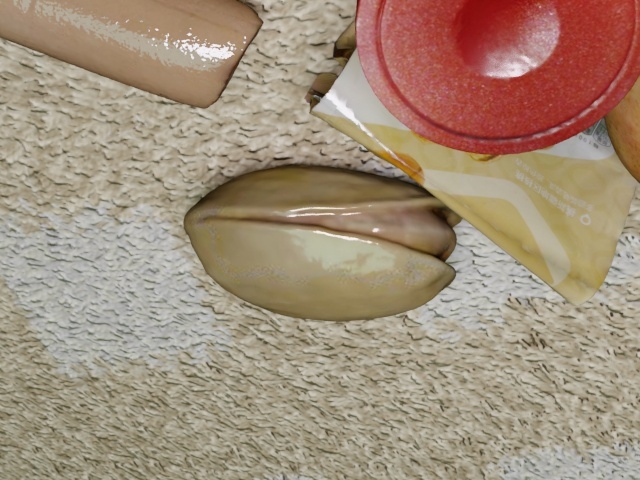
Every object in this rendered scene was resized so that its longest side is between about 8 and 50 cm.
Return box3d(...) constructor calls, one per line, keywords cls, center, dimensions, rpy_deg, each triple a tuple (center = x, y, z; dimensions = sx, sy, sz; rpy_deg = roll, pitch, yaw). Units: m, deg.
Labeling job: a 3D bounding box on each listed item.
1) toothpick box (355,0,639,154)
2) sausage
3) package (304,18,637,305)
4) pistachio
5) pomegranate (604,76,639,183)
box3d(cls="toothpick box", center=(0.130, -0.241, 0.908), dimensions=(0.204, 0.333, 0.204), rpy_deg=(2, 129, 3))
box3d(cls="sausage", center=(-0.187, -0.214, 1.156), dimensions=(0.252, 0.123, 0.123), rpy_deg=(21, 129, -1))
box3d(cls="package", center=(0.136, -0.089, 1.148), dimensions=(0.311, 0.221, 0.165), rpy_deg=(33, 148, -11))
box3d(cls="pistachio", center=(0.000, 0.000, 1.242), dimensions=(0.293, 0.162, 0.181), rpy_deg=(8, 164, 10))
box3d(cls="pomegranate", center=(0.371, -0.145, 0.982), dimensions=(0.319, 0.319, 0.319), rpy_deg=(7, 128, 9))
